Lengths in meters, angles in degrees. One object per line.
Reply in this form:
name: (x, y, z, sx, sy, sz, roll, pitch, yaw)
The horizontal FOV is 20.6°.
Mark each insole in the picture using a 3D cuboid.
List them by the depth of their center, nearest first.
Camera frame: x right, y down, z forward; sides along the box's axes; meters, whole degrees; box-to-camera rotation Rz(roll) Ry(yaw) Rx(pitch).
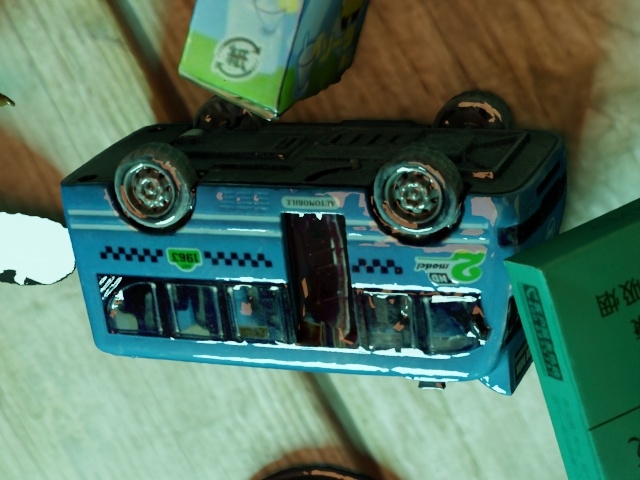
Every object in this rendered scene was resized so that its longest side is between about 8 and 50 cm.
insole: (-0.255, -0.001, 1.019, 0.232, 0.003, 0.080, 3, 134, -2)

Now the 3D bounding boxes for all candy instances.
candy: (-0.004, -0.165, 0.853, 0.062, 0.097, 0.194, 24, 117, 15)

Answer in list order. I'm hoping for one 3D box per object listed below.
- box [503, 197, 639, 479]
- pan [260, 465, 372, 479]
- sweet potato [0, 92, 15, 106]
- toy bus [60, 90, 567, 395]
box: (0.192, 0.084, 0.851, 0.042, 0.161, 0.226, 16, 126, 65)
pan: (-0.038, 0.215, 1.057, 0.235, 0.028, 0.136, -23, 100, 28)
sweet potato: (-0.297, -0.022, 1.047, 0.314, 0.072, 0.066, -26, 74, 24)
toy bus: (0.000, 0.000, 0.906, 0.246, 0.113, 0.134, 3, 111, 21)
